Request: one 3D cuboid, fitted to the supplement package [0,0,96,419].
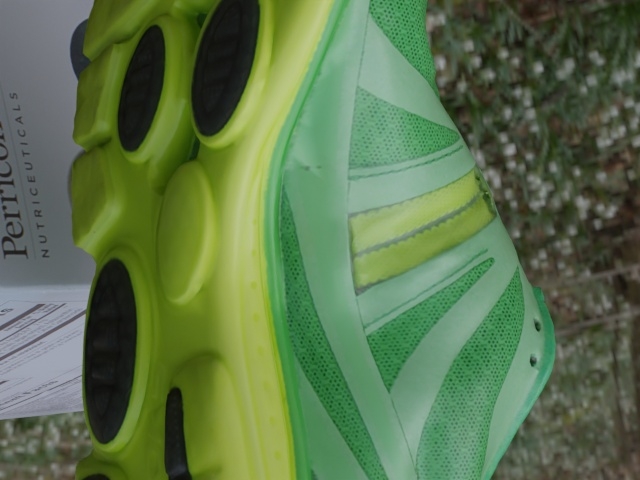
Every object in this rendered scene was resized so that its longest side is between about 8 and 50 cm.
[{"bbox_3d":[-0.114,-0.040,0.613,0.198,0.199,0.263,-26,163,38],"label":"supplement package"}]

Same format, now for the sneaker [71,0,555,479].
[{"bbox_3d":[0.000,0.000,0.405,0.123,0.295,0.109,6,179,-42],"label":"sneaker"}]
